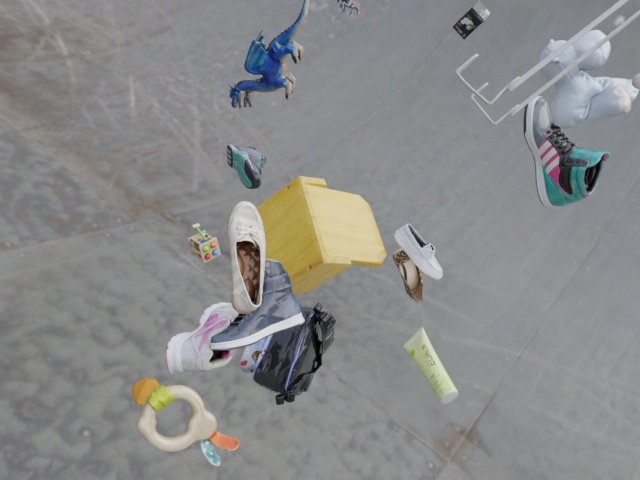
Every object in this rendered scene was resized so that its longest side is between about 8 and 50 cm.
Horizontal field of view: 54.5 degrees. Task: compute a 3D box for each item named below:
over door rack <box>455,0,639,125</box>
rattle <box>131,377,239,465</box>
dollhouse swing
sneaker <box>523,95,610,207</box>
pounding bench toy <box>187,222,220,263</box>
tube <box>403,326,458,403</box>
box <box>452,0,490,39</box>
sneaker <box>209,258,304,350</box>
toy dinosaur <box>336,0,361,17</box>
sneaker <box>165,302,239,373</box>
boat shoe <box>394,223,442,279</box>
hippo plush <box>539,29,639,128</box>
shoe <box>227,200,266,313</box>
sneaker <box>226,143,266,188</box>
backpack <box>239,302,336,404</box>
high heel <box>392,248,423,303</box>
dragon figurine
[{"bbox_3d":[0.337,-0.221,0.736,0.108,0.324,0.239,65,17,4],"label":"over door rack"},{"bbox_3d":[-0.274,0.360,1.230,0.199,0.142,0.130,31,59,-28],"label":"rattle"},{"bbox_3d":[0.000,0.000,2.186,0.304,0.315,0.347,21,44,-49],"label":"dollhouse swing"},{"bbox_3d":[0.624,-0.228,1.561,0.123,0.296,0.178,-28,17,-37],"label":"sneaker"},{"bbox_3d":[-0.290,0.004,1.540,0.052,0.083,0.065,-30,38,-30],"label":"pounding bench toy"},{"bbox_3d":[0.330,0.379,1.875,0.070,0.062,0.240,-20,46,-8],"label":"tube"},{"bbox_3d":[0.426,-0.622,1.754,0.052,0.083,0.062,45,49,-7],"label":"box"},{"bbox_3d":[-0.147,0.127,1.281,0.226,0.164,0.086,-18,5,-41],"label":"sneaker"},{"bbox_3d":[0.083,-0.635,1.676,0.082,0.090,0.047,-13,60,-37],"label":"toy dinosaur"},{"bbox_3d":[-0.227,0.223,1.374,0.111,0.103,0.252,8,26,22],"label":"sneaker"},{"bbox_3d":[0.292,0.029,1.773,0.184,0.063,0.066,51,33,8],"label":"boat shoe"},{"bbox_3d":[0.693,-0.446,1.702,0.237,0.294,0.234,64,27,-17],"label":"hippo plush"},{"bbox_3d":[-0.134,0.029,1.181,0.076,0.219,0.058,2,-12,-24],"label":"shoe"},{"bbox_3d":[-0.181,-0.211,1.686,0.098,0.083,0.224,-9,34,-23],"label":"sneaker"},{"bbox_3d":[-0.089,0.308,1.710,0.213,0.277,0.263,21,-16,21],"label":"backpack"},{"bbox_3d":[0.326,0.118,2.171,0.261,0.093,0.186,77,-11,-75],"label":"high heel"},{"bbox_3d":[-0.116,-0.403,1.360,0.143,0.289,0.085,18,36,0],"label":"dragon figurine"}]
